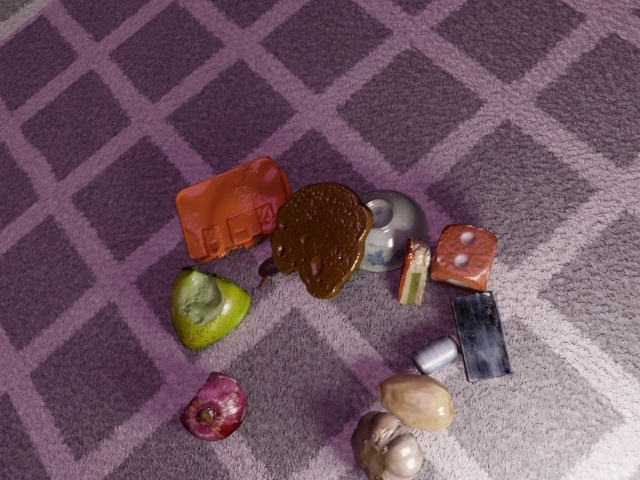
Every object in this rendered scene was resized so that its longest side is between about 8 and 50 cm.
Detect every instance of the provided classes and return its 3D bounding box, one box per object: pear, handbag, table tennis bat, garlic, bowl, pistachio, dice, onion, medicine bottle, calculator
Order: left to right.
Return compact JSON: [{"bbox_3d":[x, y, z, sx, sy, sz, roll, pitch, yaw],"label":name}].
[{"bbox_3d":[-0.412,0.236,1.878,0.292,0.159,0.292,-4,72,12],"label":"pear"},{"bbox_3d":[-0.326,0.532,1.738,0.201,0.200,0.207,32,66,22],"label":"onion"},{"bbox_3d":[-0.300,-0.108,2.008,0.410,0.116,0.303,-21,69,5],"label":"handbag"},{"bbox_3d":[-0.158,0.146,1.931,0.108,0.119,0.170,-3,39,29],"label":"table tennis bat"},{"bbox_3d":[0.199,-0.060,1.851,0.313,0.146,0.313,-4,70,11],"label":"bowl"},{"bbox_3d":[0.191,0.595,1.584,0.152,0.228,0.228,-14,58,-40],"label":"garlic"},{"bbox_3d":[0.281,0.472,1.626,0.230,0.157,0.157,12,73,24],"label":"pistachio"},{"bbox_3d":[0.382,0.334,1.690,0.203,0.083,0.083,-27,66,-3],"label":"medicine bottle"},{"bbox_3d":[0.452,0.055,1.732,0.175,0.174,0.179,18,76,20],"label":"dice"},{"bbox_3d":[0.483,0.286,1.659,0.161,0.021,0.261,-6,79,-16],"label":"calculator"}]

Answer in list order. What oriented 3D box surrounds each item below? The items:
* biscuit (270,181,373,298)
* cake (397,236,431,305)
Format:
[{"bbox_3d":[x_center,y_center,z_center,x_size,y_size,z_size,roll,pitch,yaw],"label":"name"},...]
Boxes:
[{"bbox_3d":[0.000,0.000,1.812,0.359,0.074,0.381,-1,90,26],"label":"biscuit"},{"bbox_3d":[0.297,0.102,1.745,0.086,0.117,0.220,10,92,10],"label":"cake"}]
